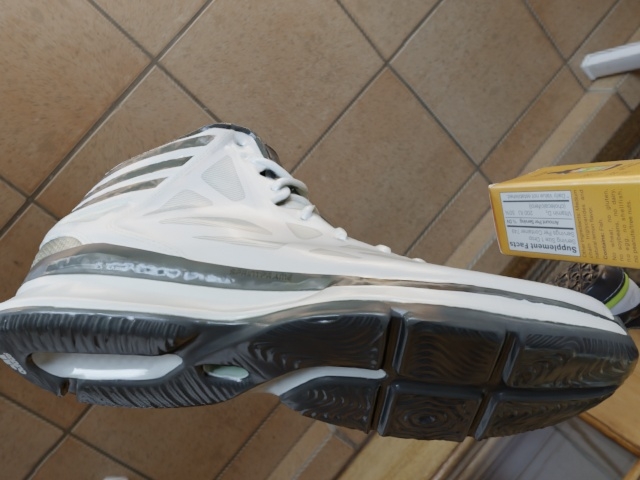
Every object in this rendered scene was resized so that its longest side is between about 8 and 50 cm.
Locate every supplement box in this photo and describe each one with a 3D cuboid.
[{"bbox_3d":[0.252,-0.024,0.471,0.078,0.233,0.080,-18,103,-24],"label":"supplement box"}]

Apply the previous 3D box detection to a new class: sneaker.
[{"bbox_3d":[0.247,0.117,0.608,0.097,0.084,0.234,39,122,-11],"label":"sneaker"},{"bbox_3d":[0.000,-0.001,0.456,0.447,0.258,0.169,5,139,4],"label":"sneaker"}]
